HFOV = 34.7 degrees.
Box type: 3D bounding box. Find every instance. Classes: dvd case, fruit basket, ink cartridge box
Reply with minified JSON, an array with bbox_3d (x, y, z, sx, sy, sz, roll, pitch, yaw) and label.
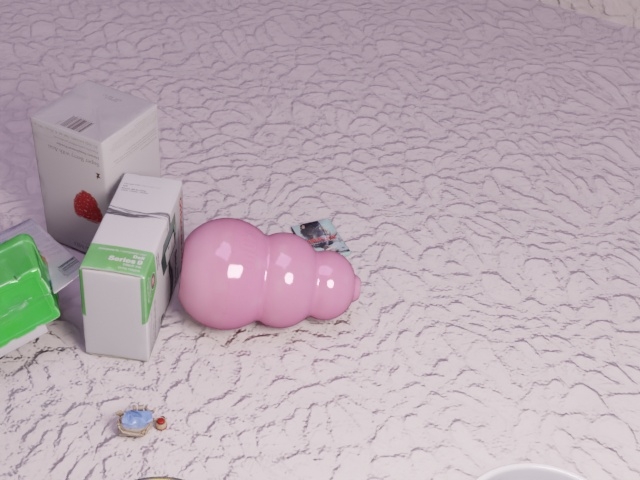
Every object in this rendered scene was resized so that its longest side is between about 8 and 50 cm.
[{"bbox_3d":[0.000,0.000,2.117,0.087,0.013,0.119,-12,42,-18],"label":"dvd case"},{"bbox_3d":[-0.620,0.089,1.867,0.327,0.165,0.353,-30,25,-22],"label":"fruit basket"},{"bbox_3d":[-0.339,0.043,1.883,0.121,0.211,0.289,8,40,3],"label":"ink cartridge box"}]

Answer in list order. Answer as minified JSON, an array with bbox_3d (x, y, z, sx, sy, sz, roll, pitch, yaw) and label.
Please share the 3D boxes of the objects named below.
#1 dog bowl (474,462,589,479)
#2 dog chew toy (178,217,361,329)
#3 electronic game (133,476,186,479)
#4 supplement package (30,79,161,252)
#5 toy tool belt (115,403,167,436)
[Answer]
[{"bbox_3d":[0.318,0.459,1.492,0.265,0.104,0.265,2,38,-1],"label":"dog bowl"},{"bbox_3d":[-0.091,0.071,1.887,0.332,0.206,0.206,7,38,-7],"label":"dog chew toy"},{"bbox_3d":[-0.248,0.445,1.520,0.229,0.048,0.229,2,39,-2],"label":"electronic game"},{"bbox_3d":[-0.436,-0.134,2.033,0.177,0.293,0.175,20,41,21],"label":"supplement package"},{"bbox_3d":[-0.297,0.296,1.699,0.083,0.051,0.052,-4,39,-9],"label":"toy tool belt"}]
